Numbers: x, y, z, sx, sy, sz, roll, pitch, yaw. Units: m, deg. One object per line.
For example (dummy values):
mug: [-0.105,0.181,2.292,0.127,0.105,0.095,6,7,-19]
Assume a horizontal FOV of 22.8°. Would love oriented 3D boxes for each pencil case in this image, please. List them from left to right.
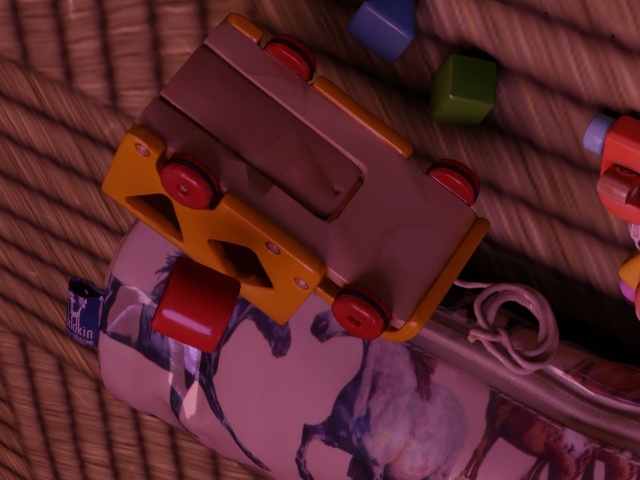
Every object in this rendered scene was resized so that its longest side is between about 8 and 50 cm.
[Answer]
pencil case: [0.059,0.089,0.867,0.410,0.160,0.183,25,154,27]

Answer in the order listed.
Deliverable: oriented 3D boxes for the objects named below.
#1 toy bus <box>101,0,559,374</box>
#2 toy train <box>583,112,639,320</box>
toy bus: [-0.007,-0.011,0.777,0.104,0.191,0.202,130,133,-62]
toy train: [0.188,0.012,0.748,0.166,0.046,0.125,30,145,21]
